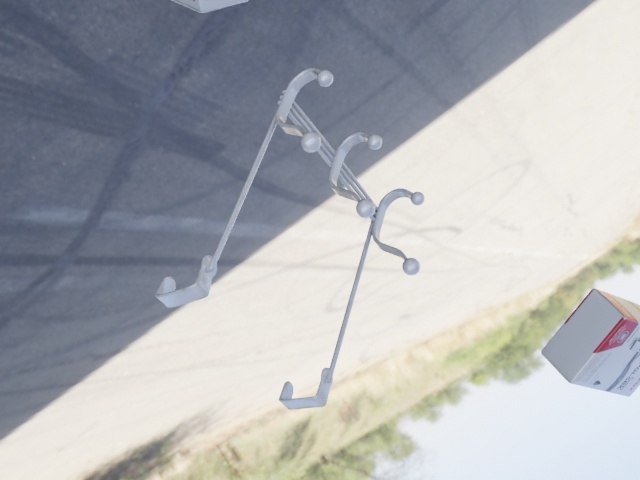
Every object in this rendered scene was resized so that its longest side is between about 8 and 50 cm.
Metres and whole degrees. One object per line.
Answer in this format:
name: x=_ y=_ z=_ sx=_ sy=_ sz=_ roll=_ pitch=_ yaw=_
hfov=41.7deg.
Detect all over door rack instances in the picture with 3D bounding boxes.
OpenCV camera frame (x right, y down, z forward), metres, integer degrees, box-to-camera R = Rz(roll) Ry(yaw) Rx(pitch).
over door rack: x=0.000 y=0.000 z=0.937 sx=0.108 sy=0.239 sz=0.324 roll=-1 pitch=-128 yaw=43

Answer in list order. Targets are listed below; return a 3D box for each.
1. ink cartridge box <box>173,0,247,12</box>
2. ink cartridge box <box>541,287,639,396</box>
ink cartridge box: x=-0.202 y=-0.492 z=1.357 sx=0.093 sy=0.154 sz=0.212 roll=-20 pitch=123 yaw=-24
ink cartridge box: x=0.335 y=0.120 z=0.964 sx=0.135 sy=0.056 sz=0.099 roll=17 pitch=115 yaw=-40
